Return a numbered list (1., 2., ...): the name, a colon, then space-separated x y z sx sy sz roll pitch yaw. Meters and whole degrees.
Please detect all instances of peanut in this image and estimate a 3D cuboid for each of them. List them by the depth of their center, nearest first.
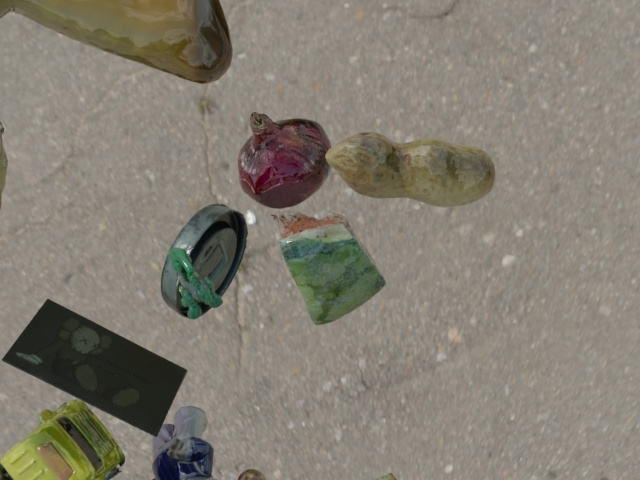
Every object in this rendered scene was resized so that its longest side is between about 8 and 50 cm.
1. peanut: 0.115 -0.093 1.256 0.228 0.104 0.085 4 68 -14

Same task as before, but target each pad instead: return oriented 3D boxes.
1. pad: -0.253 0.143 1.121 0.190 0.004 0.127 29 30 -7

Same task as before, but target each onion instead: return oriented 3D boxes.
1. onion: -0.078 -0.163 1.892 0.195 0.218 0.140 -17 55 8

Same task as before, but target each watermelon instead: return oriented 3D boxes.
1. watermelon: 0.010 0.023 1.106 0.098 0.158 0.121 -23 105 -4

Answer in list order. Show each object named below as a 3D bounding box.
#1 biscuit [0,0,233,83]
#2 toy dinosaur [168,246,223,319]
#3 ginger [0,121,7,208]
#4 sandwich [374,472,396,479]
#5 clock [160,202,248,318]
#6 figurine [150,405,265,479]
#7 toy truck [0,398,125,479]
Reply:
1. biscuit: -0.149 -0.141 0.453 0.208 0.047 0.164 -11 94 -25
2. toy dinosaur: -0.194 0.064 1.480 0.059 0.096 0.132 -30 34 -16
3. ginger: -0.404 -0.104 1.054 0.193 0.123 0.115 32 98 47
4. sandwich: 0.064 0.400 1.378 0.193 0.058 0.162 27 110 49
5. clock: -0.218 0.038 1.837 0.049 0.226 0.226 25 70 21
6. figurine: -0.164 0.323 1.259 0.194 0.133 0.274 -22 40 27
7. toy truck: -0.392 0.328 1.227 0.272 0.157 0.124 -39 89 6
